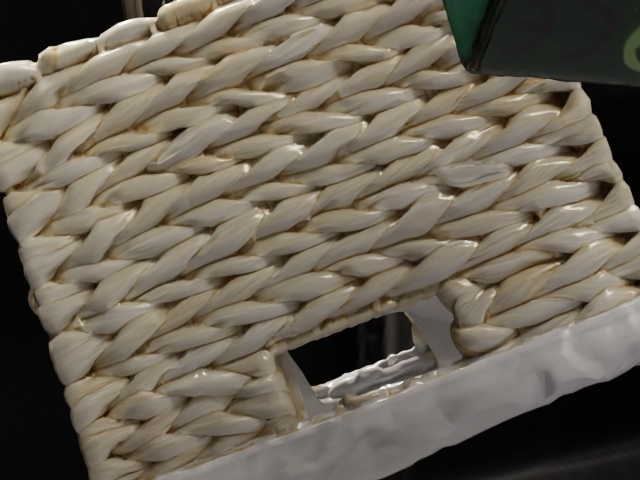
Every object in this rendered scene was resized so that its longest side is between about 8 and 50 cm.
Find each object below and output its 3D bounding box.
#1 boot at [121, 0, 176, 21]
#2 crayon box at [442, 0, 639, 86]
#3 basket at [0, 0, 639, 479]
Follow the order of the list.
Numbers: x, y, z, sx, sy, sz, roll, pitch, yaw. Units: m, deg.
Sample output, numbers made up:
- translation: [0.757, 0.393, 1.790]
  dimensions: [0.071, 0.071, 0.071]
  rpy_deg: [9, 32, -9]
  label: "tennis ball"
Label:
- translation: [0.004, -0.312, 1.228]
  dimensions: [0.138, 0.284, 0.377]
  rpy_deg: [49, -123, -52]
  label: "boot"
- translation: [0.118, -0.177, 0.462]
  dimensions: [0.202, 0.081, 0.319]
  rpy_deg: [3, -132, -15]
  label: "crayon box"
- translation: [0.000, 0.000, 0.858]
  dimensions: [0.328, 0.331, 0.267]
  rpy_deg: [-21, -95, -2]
  label: "basket"
